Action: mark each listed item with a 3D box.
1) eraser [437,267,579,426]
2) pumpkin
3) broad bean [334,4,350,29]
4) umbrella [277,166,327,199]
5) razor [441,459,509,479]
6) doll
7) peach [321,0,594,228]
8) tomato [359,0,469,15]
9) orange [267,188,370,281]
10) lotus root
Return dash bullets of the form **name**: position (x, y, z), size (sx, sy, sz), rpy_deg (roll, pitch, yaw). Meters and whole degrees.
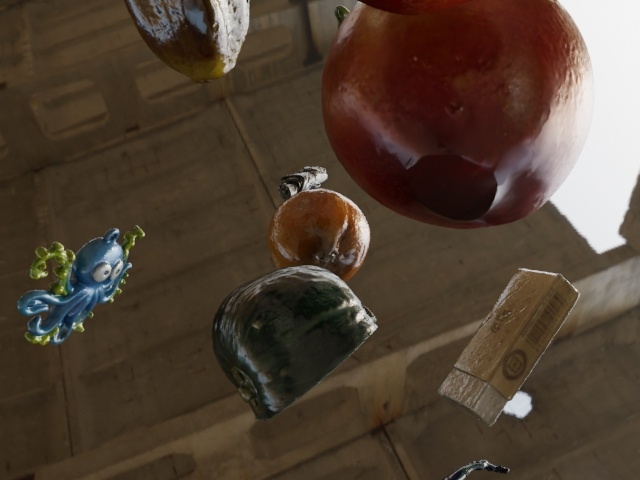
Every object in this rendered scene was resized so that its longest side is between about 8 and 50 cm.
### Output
- **eraser**: position (0.395, 0.217, 1.415), size (0.343, 0.078, 0.144), rpy_deg (-53, -161, -11)
- **pumpkin**: position (-0.058, 0.141, 1.116), size (0.263, 0.293, 0.197), rpy_deg (-35, -91, -19)
- **broad bean**: position (0.063, -0.389, 1.341), size (0.061, 0.195, 0.046), rpy_deg (-24, -123, -13)
- **umbrella**: position (-0.044, -0.135, 1.542), size (0.066, 0.059, 0.235), rpy_deg (-20, -173, 20)
- **razor**: position (0.225, 0.356, 1.015), size (0.154, 0.028, 0.044), rpy_deg (-2, 177, -41)
- **doll**: position (-0.590, 0.117, 1.668), size (0.098, 0.346, 0.341), rpy_deg (29, -81, 20)
- **peach**: position (0.186, -0.184, 0.900), size (0.388, 0.388, 0.388), rpy_deg (-3, -133, 4)
- **tomato**: position (0.106, -0.374, 0.589), size (0.293, 0.325, 0.290), rpy_deg (-8, -160, 7)
- **orange**: position (0.000, 0.000, 1.405), size (0.224, 0.224, 0.170), rpy_deg (-16, -147, -8)
- **lotus root**: position (-0.203, -0.390, 1.018), size (0.193, 0.291, 0.193), rpy_deg (-13, -152, 7)
